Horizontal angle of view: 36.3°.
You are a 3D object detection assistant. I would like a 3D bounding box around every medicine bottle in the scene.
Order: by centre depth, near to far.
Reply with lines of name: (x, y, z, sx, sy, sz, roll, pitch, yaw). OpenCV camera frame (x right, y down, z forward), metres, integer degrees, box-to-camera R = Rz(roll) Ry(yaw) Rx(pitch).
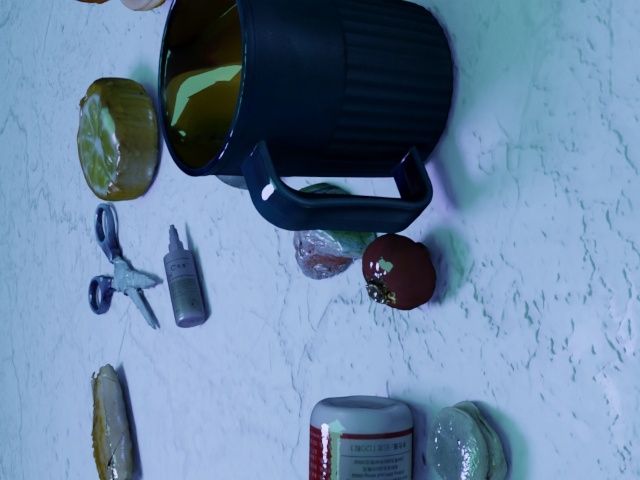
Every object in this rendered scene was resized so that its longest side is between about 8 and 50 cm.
medicine bottle: (0.049, 0.324, 1.213, 0.131, 0.131, 0.250, 0, 90, 58)
medicine bottle: (-0.253, 0.059, 1.776, 0.057, 0.057, 0.199, -45, 52, 49)

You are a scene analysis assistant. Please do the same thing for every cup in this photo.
cup: (-0.003, -0.177, 1.156, 0.308, 0.292, 0.242, 46, 127, 48)

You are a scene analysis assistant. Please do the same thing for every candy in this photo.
candy: (-0.419, -0.205, 1.993, 0.260, 0.118, 0.260, 7, 98, 59)

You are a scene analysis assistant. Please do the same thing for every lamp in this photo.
lamp: (0.095, 0.039, 1.187, 0.101, 0.090, 0.101, 43, 157, 23)

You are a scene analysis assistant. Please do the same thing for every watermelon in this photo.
watermelon: (0.000, 0.000, 1.364, 0.187, 0.071, 0.139, 46, 132, 48)

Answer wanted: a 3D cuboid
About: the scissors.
scissors: (-0.419, 0.084, 2.070, 0.383, 0.029, 0.256, 29, 114, 54)

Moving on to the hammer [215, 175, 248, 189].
hammer: (-0.127, -0.252, 1.544, 0.206, 0.118, 0.336, -57, 38, 38)

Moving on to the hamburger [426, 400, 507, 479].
hamburger: (0.163, 0.230, 1.110, 0.121, 0.054, 0.084, -145, 59, -61)

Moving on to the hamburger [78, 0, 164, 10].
hamburger: (-0.366, -0.568, 1.812, 0.291, 0.225, 0.291, 9, 101, 52)

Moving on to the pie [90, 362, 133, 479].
pie: (-0.447, 0.396, 2.070, 0.128, 0.068, 0.283, -47, 50, 46)
